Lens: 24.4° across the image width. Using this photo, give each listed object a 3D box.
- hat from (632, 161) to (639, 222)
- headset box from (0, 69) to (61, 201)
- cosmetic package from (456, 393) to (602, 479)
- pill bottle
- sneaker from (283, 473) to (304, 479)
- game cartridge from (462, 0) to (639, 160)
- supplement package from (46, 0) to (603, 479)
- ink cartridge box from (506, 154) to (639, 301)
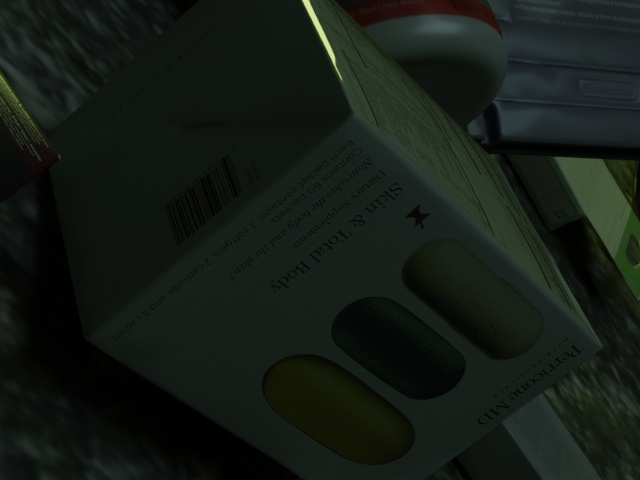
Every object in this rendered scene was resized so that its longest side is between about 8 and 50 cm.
[{"bbox_3d":[0.550,-0.007,2.029,0.331,0.134,0.331,41,33,-35],"label":"hat"},{"bbox_3d":[-0.263,-0.066,0.661,0.218,0.110,0.293,57,27,-9],"label":"headset box"},{"bbox_3d":[0.190,0.211,1.263,0.239,0.060,0.099,55,27,-16],"label":"cosmetic package"},{"bbox_3d":[0.002,-0.257,1.200,0.210,0.210,0.363,17,52,-55],"label":"pill bottle"},{"bbox_3d":[-0.029,0.193,0.895,0.075,0.057,0.161,60,23,7],"label":"sneaker"},{"bbox_3d":[0.235,-0.188,1.358,0.355,0.068,0.230,1,72,-34],"label":"game cartridge"},{"bbox_3d":[0.000,0.000,0.922,0.262,0.199,0.198,39,19,-38],"label":"supplement package"},{"bbox_3d":[0.302,-0.051,1.716,0.235,0.056,0.171,60,27,-11],"label":"ink cartridge box"}]
